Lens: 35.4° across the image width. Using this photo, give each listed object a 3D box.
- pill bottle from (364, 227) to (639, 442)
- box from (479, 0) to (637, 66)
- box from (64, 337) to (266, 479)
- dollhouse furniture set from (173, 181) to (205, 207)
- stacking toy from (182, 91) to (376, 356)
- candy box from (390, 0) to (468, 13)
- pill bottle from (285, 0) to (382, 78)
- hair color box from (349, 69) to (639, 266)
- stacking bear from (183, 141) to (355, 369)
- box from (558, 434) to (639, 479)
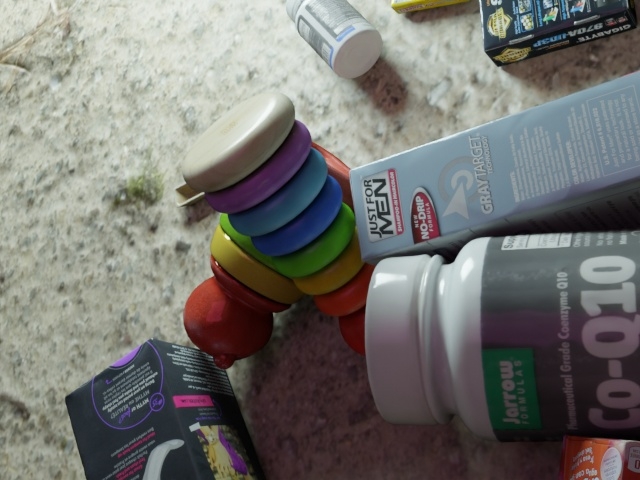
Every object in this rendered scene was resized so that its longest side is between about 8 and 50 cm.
[{"bbox_3d":[0.239,0.092,0.970,0.361,0.204,0.204,-4,72,19],"label":"pill bottle"},{"bbox_3d":[0.277,-0.337,1.210,0.175,0.051,0.220,-13,69,27],"label":"box"},{"bbox_3d":[-0.181,0.281,1.235,0.165,0.143,0.270,-34,61,20],"label":"box"},{"bbox_3d":[-0.166,-0.070,1.375,0.114,0.081,0.091,-25,63,22],"label":"dollhouse furniture set"},{"bbox_3d":[0.000,0.000,1.109,0.141,0.330,0.141,-32,25,17],"label":"stacking toy"},{"bbox_3d":[0.151,-0.403,1.322,0.105,0.027,0.206,-4,73,33],"label":"candy box"},{"bbox_3d":[0.015,-0.285,1.336,0.078,0.078,0.137,-45,57,11],"label":"pill bottle"},{"bbox_3d":[0.240,-0.055,1.061,0.374,0.185,0.114,-18,67,26],"label":"hair color box"},{"bbox_3d":[-0.065,0.021,1.248,0.175,0.164,0.289,39,101,34],"label":"stacking bear"},{"bbox_3d":[0.339,0.254,0.863,0.256,0.122,0.128,13,79,-9],"label":"box"}]
